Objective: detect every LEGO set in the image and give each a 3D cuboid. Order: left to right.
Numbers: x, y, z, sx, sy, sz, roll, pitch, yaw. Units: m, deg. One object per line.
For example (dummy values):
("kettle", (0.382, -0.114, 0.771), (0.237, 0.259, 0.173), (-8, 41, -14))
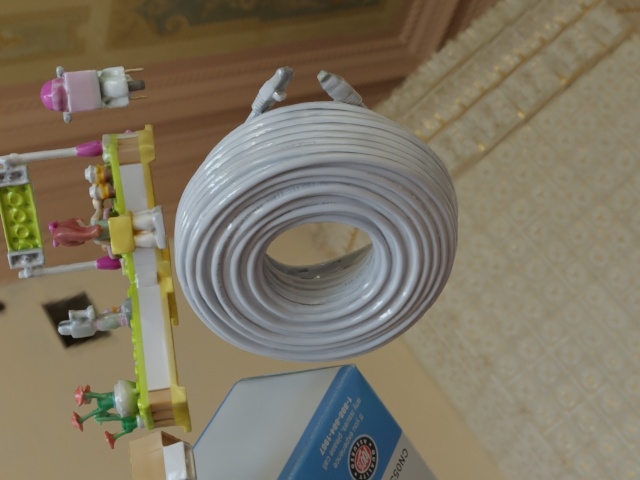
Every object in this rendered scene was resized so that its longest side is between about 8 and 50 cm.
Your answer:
("LEGO set", (-0.147, 0.035, 0.665), (0.107, 0.287, 0.132), (-7, 1, -7))

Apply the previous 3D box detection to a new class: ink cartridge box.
("ink cartridge box", (0.016, 0.277, 0.756), (0.129, 0.307, 0.223), (-15, 30, 40))

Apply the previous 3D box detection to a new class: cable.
("cable", (0.000, 0.000, 0.931), (0.257, 0.089, 0.257), (29, -60, -28))
